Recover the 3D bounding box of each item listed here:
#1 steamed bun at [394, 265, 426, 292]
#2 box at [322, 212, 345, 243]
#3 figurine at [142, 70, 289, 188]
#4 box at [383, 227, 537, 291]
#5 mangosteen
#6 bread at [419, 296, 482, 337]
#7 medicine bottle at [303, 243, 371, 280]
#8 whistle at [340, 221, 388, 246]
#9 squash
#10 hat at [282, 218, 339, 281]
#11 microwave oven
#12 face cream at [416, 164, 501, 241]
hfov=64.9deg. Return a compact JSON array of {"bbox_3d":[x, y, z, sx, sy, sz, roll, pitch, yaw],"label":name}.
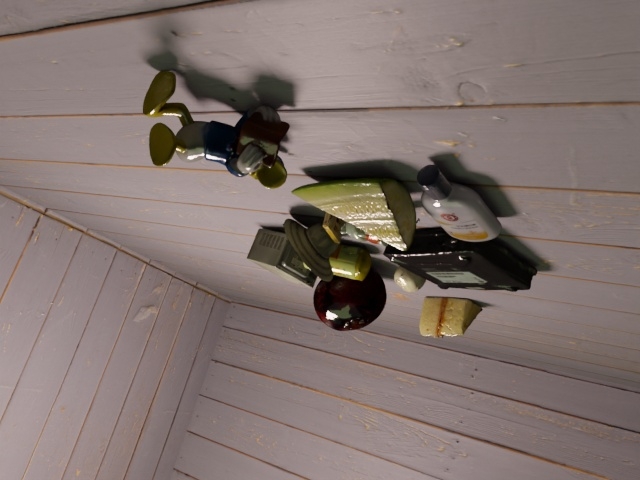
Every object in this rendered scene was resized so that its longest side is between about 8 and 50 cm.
[{"bbox_3d":[0.317,0.120,1.724,0.091,0.112,0.130,30,162,33],"label":"steamed bun"},{"bbox_3d":[0.041,-0.049,1.518,0.020,0.073,0.149,9,161,20],"label":"box"},{"bbox_3d":[-0.171,-0.219,1.100,0.284,0.204,0.338,-2,169,31],"label":"figurine"},{"bbox_3d":[0.410,0.070,1.508,0.350,0.091,0.359,28,160,-33],"label":"box"},{"bbox_3d":[0.113,0.211,1.989,0.297,0.293,0.297,-3,128,-4],"label":"mangosteen"},{"bbox_3d":[0.539,0.339,2.117,0.135,0.178,0.240,29,158,-33],"label":"bread"},{"bbox_3d":[0.064,0.067,1.804,0.239,0.124,0.124,10,163,18],"label":"medicine bottle"},{"bbox_3d":[0.154,-0.040,1.382,0.253,0.101,0.106,4,152,49],"label":"whistle"},{"bbox_3d":[0.092,-0.080,1.278,0.289,0.111,0.203,-4,120,43],"label":"squash"},{"bbox_3d":[0.000,0.000,1.635,0.110,0.252,0.252,-36,140,16],"label":"hat"},{"bbox_3d":[-0.123,0.066,1.921,0.194,0.145,0.240,8,162,40],"label":"microwave oven"},{"bbox_3d":[0.307,-0.080,1.152,0.144,0.071,0.291,4,159,38],"label":"face cream"}]
